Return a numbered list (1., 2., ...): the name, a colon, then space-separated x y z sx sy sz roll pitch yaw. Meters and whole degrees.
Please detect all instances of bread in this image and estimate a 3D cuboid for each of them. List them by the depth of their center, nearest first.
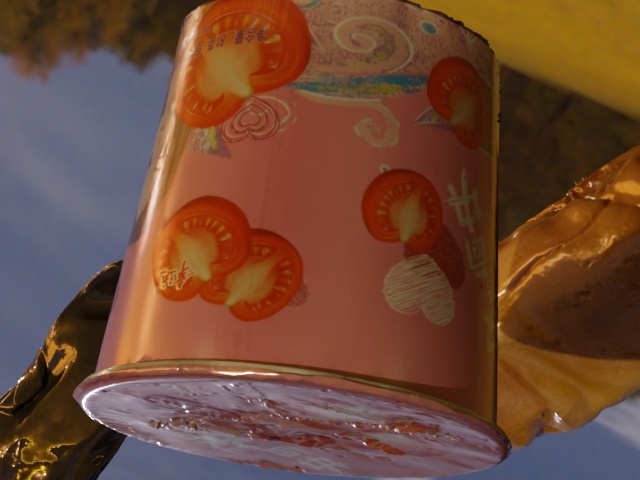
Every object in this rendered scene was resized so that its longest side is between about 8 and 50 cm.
1. bread: 0.217 0.049 1.532 0.167 0.294 0.132 43 -158 -26

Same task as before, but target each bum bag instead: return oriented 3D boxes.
1. bum bag: -0.222 0.159 1.650 0.142 0.326 0.080 38 179 15

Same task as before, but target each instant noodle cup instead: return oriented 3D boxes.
1. instant noodle cup: 0.000 0.000 1.032 0.243 0.231 0.243 7 162 2

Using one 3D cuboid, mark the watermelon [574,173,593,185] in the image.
1. watermelon: 0.385 -0.067 1.923 0.136 0.207 0.202 55 173 -28
